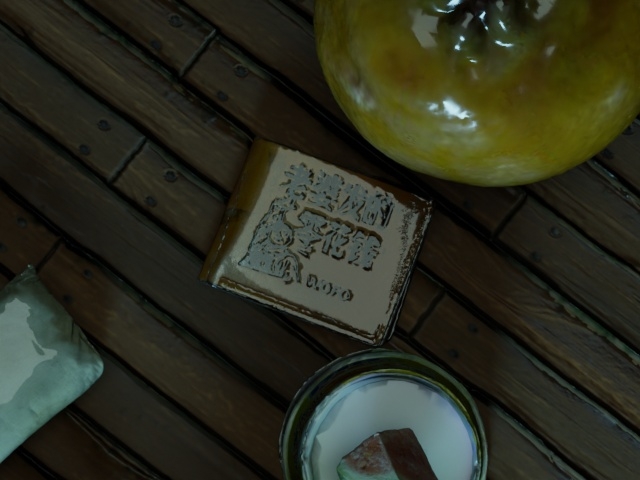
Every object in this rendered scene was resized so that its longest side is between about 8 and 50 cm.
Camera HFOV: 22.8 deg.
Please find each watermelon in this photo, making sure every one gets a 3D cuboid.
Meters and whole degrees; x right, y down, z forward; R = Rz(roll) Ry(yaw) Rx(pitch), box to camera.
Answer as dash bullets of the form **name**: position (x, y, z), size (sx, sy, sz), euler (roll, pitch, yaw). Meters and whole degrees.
- **watermelon**: position (0.066, 0.195, 1.329), size (0.092, 0.084, 0.072), euler (13, 93, 21)

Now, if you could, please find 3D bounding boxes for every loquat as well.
- **loquat**: position (0.154, -0.205, 1.419), size (0.329, 0.328, 0.328), euler (0, 83, 0)

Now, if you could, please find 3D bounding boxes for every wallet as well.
- **wallet**: position (0.000, -0.001, 1.525), size (0.196, 0.042, 0.160), euler (21, 84, 2)

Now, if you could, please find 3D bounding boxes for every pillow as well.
- **pillow**: position (-0.303, 0.124, 1.494), size (0.181, 0.078, 0.134), euler (-42, 88, -8)

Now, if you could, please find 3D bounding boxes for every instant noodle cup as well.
- **instant noodle cup**: position (0.064, 0.195, 1.448), size (0.205, 0.153, 0.204), euler (0, 83, -2)
